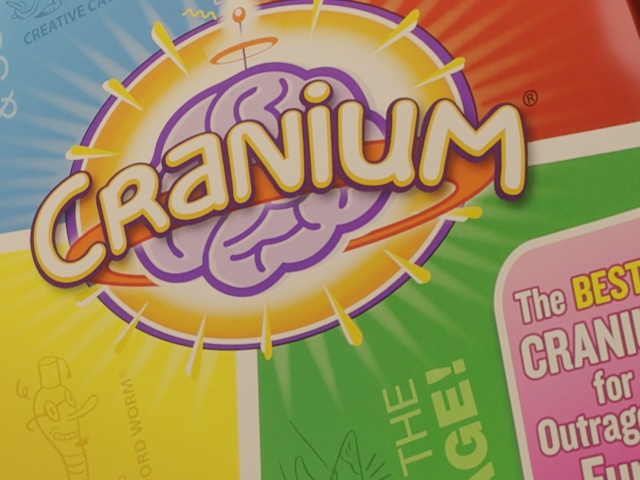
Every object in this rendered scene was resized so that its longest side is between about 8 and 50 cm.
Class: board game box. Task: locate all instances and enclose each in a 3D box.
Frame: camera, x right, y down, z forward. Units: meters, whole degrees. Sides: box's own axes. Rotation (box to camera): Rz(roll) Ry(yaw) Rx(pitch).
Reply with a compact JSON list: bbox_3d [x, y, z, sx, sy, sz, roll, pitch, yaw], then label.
[{"bbox_3d":[0.000,0.000,0.523,0.242,0.064,0.316,-24,70,24],"label":"board game box"}]
